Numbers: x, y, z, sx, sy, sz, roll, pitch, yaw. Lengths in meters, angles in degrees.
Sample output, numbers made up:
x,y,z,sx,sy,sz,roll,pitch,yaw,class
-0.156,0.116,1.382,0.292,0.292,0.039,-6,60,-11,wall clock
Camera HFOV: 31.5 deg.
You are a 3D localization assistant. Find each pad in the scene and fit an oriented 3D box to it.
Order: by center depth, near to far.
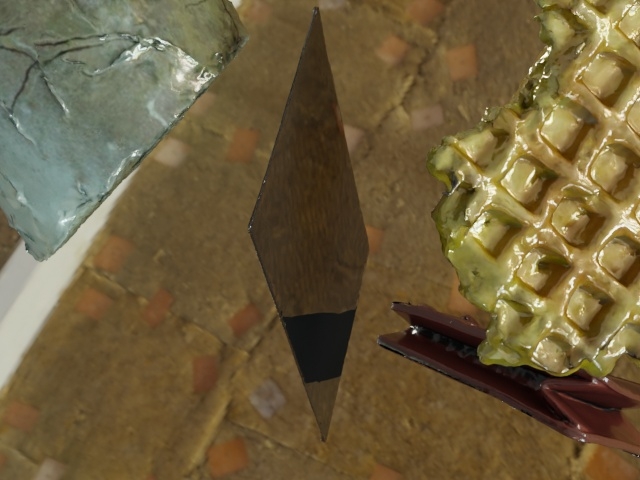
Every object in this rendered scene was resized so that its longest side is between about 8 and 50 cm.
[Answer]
x,y,z,sx,sy,sz,roll,pitch,yaw,class
-0.001,0.000,0.867,0.005,0.299,0.202,5,-124,14,pad

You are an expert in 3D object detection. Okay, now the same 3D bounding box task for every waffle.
x,y,z,sx,sy,sz,roll,pitch,yaw,class
0.204,-0.049,0.764,0.282,0.058,0.300,13,-88,-15,waffle

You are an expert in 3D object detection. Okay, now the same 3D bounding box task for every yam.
x,y,z,sx,sy,sz,roll,pitch,yaw,class
-0.220,-0.184,0.839,0.241,0.348,0.241,-34,-167,9,yam

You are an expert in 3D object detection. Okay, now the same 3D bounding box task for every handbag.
x,y,z,sx,sy,sz,roll,pitch,yaw,class
0.231,0.154,1.287,0.275,0.260,0.084,22,-89,37,handbag
